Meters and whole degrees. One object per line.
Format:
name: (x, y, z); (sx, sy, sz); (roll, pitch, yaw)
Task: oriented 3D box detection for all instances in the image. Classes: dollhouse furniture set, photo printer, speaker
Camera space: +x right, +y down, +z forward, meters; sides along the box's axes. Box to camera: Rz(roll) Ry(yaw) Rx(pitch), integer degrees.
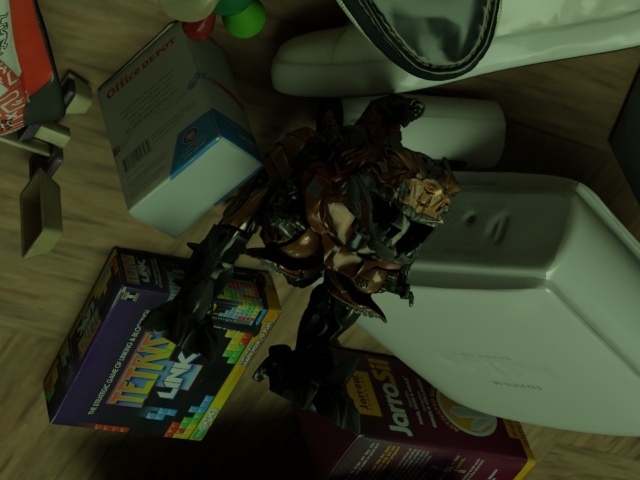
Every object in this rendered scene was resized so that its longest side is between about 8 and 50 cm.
dollhouse furniture set: (-0.209, -0.057, 1.198); (0.081, 0.114, 0.091); (20, 128, -29)
photo printer: (0.161, 0.060, 1.372); (0.256, 0.107, 0.307); (3, 154, 39)
speaker: (0.069, -0.083, 1.308); (0.136, 0.055, 0.055); (2, 134, -22)

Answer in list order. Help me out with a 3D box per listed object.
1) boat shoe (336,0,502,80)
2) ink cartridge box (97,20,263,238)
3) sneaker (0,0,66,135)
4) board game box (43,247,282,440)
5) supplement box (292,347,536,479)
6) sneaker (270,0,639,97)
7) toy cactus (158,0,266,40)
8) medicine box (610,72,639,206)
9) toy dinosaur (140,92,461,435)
boat shoe: (0.045, -0.228, 1.024); (0.127, 0.113, 0.340); (-12, 122, -1)
ink cartridge box: (-0.099, -0.078, 1.205); (0.088, 0.122, 0.052); (-38, 138, 21)
sneaker: (-0.255, -0.159, 1.088); (0.145, 0.090, 0.270); (-15, 141, -7)
board game box: (-0.131, 0.089, 1.425); (0.141, 0.048, 0.170); (9, 132, -28)
supplement box: (0.082, 0.169, 1.542); (0.188, 0.104, 0.081); (12, 130, -29)
sneaker: (0.100, -0.176, 1.213); (0.290, 0.106, 0.123); (-12, 104, 5)
toy cactus: (-0.075, -0.200, 1.054); (0.112, 0.180, 0.219); (6, 131, 3)
medicine box: (0.410, -0.036, 1.319); (0.289, 0.263, 0.149); (0, 136, -18)
toy dinosaur: (0.000, 0.000, 1.197); (0.164, 0.322, 0.218); (26, 85, 1)
